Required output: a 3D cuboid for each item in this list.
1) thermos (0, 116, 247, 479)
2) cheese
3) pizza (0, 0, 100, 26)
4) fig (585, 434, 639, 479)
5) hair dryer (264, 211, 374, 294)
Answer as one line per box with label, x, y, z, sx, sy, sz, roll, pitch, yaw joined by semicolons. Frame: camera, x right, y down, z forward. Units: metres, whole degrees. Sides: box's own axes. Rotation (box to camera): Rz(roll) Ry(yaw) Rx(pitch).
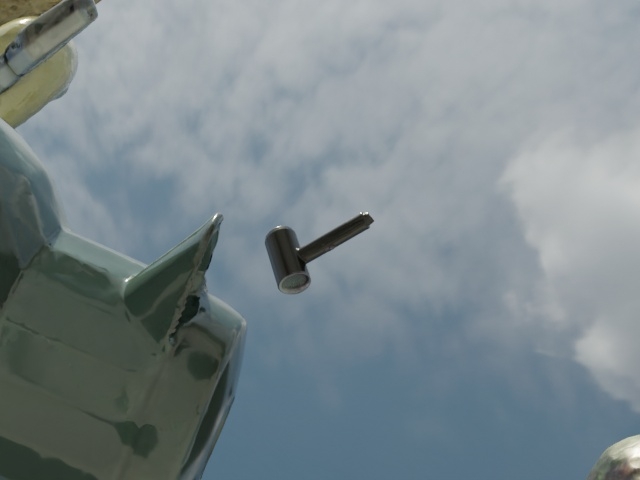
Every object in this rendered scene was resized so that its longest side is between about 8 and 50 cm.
thermos;-0.169;0.019;0.421;0.286;0.145;0.182;24;-61;1
cheese;-0.164;-0.090;0.738;0.127;0.235;0.050;-40;-78;-25
pizza;-0.245;-0.183;0.877;0.194;0.069;0.154;-31;-114;-24
fig;0.227;0.241;0.815;0.203;0.203;0.235;18;-87;-6
hair dryer;0.000;0.000;0.993;0.083;0.026;0.047;-30;-126;16
